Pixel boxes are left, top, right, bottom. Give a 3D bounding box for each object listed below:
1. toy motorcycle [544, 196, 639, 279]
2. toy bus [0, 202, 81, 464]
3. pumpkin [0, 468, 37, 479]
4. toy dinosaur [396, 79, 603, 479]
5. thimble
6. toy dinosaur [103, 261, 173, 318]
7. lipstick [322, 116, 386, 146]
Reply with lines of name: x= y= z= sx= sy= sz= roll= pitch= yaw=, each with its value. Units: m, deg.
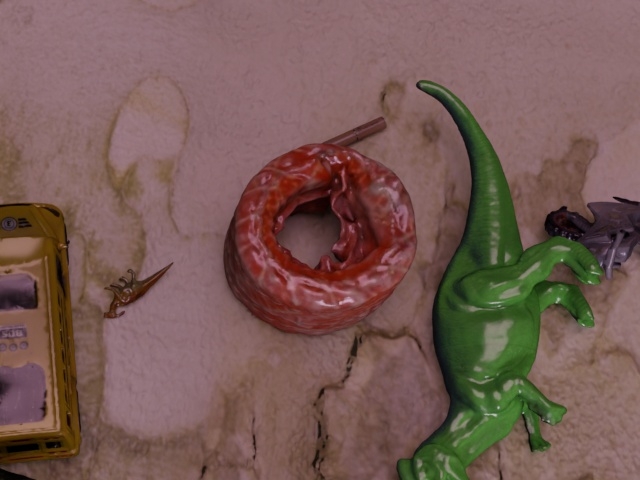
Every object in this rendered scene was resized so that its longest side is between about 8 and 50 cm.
toy motorcycle: x=0.410 y=-0.002 z=2.052 sx=0.215 sy=0.080 sz=0.122 roll=4 pitch=33 yaw=-14
toy bus: x=-0.372 y=0.100 z=1.891 sx=0.145 sy=0.151 sz=0.331 roll=-6 pitch=72 yaw=-7
pumpkin: x=-0.406 y=0.458 z=1.655 sx=0.454 sy=0.344 sz=0.454 roll=0 pitch=84 yaw=-1
toy dinosaur: x=0.155 y=0.077 z=2.004 sx=0.374 sy=0.144 sz=0.500 roll=-36 pitch=76 yaw=-9
thimble: x=0.000 y=0.000 z=1.971 sx=0.239 sy=0.162 sz=0.239 roll=2 pitch=70 yaw=-6
toy dinosaur: x=-0.242 y=0.056 z=1.989 sx=0.113 sy=0.026 sz=0.041 roll=-43 pitch=87 yaw=-10
lipstick: x=0.046 y=-0.144 z=2.106 sx=0.094 sy=0.019 sz=0.019 roll=-25 pitch=75 yaw=-16
